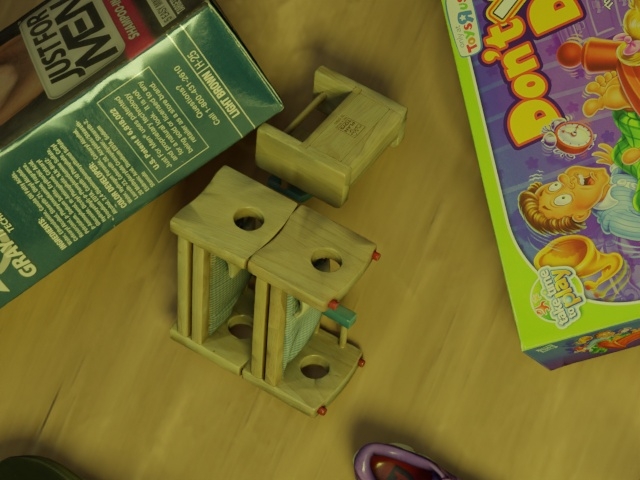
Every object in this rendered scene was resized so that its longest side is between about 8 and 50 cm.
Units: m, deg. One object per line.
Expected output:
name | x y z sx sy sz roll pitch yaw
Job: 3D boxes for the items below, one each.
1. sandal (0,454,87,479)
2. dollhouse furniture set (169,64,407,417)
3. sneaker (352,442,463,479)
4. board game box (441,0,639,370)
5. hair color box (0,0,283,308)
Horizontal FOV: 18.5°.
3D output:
sandal | -0.122 0.247 1.344 0.303 0.086 0.120 38 92 35
dollhouse furniture set | 0.000 0.000 1.378 0.129 0.129 0.184 28 53 19
sneaker | 0.090 0.189 1.309 0.170 0.071 0.068 27 82 18
board game box | 0.218 -0.110 1.345 0.233 0.078 0.347 -17 71 16
hair color box | -0.212 -0.064 1.398 0.347 0.105 0.174 -35 32 2
